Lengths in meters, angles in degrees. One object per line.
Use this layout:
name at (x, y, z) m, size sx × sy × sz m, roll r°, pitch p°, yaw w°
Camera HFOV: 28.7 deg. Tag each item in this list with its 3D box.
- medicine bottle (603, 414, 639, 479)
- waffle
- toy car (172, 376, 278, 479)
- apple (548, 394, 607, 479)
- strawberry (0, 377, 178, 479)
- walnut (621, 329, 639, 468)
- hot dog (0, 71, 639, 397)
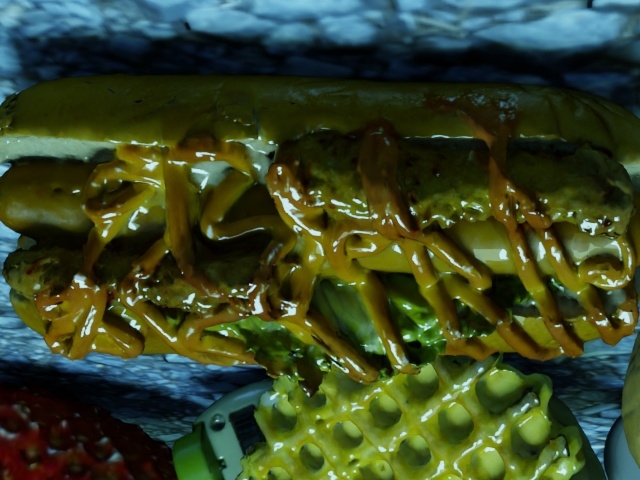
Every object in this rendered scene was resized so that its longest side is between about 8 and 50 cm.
medicine bottle at (0.322, 0.207, 1.122) m, size 0.107 × 0.107 × 0.191 m, roll -6°, pitch 160°, yaw 22°
waffle at (0.071, 0.207, 0.953) m, size 0.329 × 0.329 × 0.062 m, roll -11°, pitch -176°, yaw 32°
toy car at (-0.016, 0.239, 1.150) m, size 0.145 × 0.235 × 0.235 m, roll -24°, pitch 151°, yaw 8°
apple at (0.146, 0.206, 1.054) m, size 0.200 × 0.200 × 0.200 m, roll 3°, pitch 157°, yaw 1°
strawberry at (-0.235, 0.274, 1.139) m, size 0.343 × 0.292 × 0.292 m, roll 11°, pitch 159°, yaw 11°
walnut at (0.299, 0.098, 0.790) m, size 0.193 × 0.193 × 0.225 m, roll 14°, pitch 151°, yaw -23°
hot dog at (0.000, 0.000, 0.625) m, size 0.348 × 0.117 × 0.158 m, roll 2°, pitch 123°, yaw 4°
